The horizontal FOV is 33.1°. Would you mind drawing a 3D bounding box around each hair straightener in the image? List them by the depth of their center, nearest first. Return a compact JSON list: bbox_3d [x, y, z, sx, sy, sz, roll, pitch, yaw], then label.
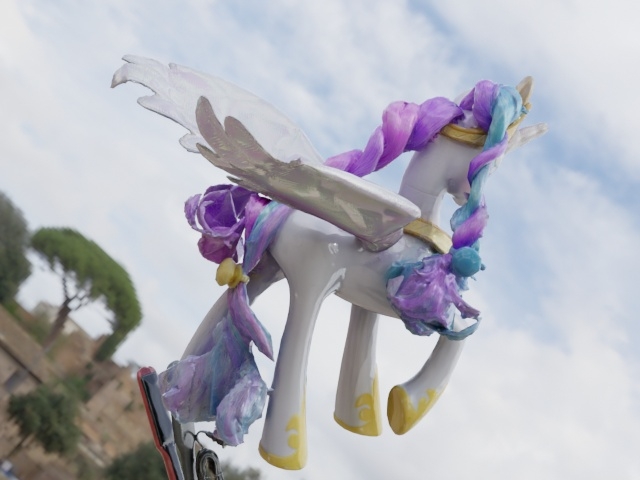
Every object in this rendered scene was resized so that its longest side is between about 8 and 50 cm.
[{"bbox_3d":[-0.144,0.249,1.232,0.047,0.089,0.230,4,72,-68],"label":"hair straightener"}]

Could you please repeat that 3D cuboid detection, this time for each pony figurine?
[{"bbox_3d":[0.000,0.000,0.885,0.351,0.363,0.303,13,17,-29],"label":"pony figurine"}]
